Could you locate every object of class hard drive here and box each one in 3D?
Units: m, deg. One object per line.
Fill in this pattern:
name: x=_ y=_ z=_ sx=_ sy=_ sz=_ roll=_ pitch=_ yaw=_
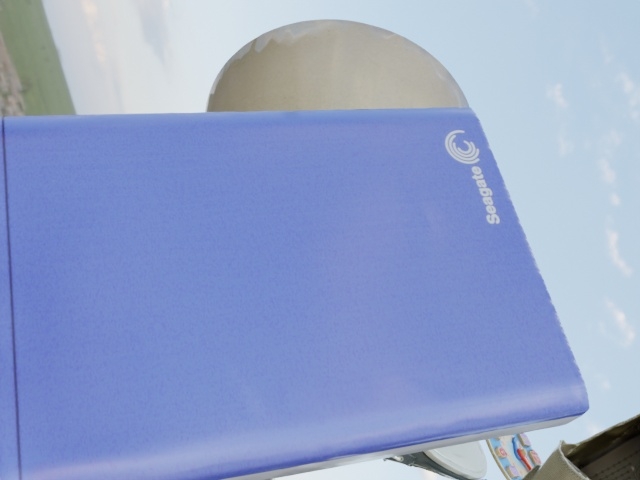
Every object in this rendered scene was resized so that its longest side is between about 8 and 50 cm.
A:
hard drive: x=-0.030 y=0.020 z=0.423 sx=0.040 sy=0.318 sz=0.210 roll=117 pitch=-36 yaw=-56

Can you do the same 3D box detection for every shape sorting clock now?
shape sorting clock: x=0.381 y=0.417 z=1.495 sx=0.206 sy=0.040 sz=0.206 roll=46 pitch=21 yaw=-23

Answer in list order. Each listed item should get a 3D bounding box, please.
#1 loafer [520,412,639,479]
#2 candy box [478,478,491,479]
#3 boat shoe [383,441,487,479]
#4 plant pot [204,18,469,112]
loafer: x=0.213 y=0.223 z=0.651 sx=0.092 sy=0.268 sz=0.102 roll=61 pitch=-7 yaw=-31
candy box: x=0.233 y=0.502 z=1.161 sx=0.071 sy=0.159 sz=0.234 roll=-18 pitch=-95 yaw=60
boat shoe: x=0.112 y=0.284 z=1.186 sx=0.099 sy=0.319 sz=0.116 roll=-49 pitch=-166 yaw=34
plant pot: x=0.000 y=0.000 z=0.634 sx=0.274 sy=0.256 sz=0.257 roll=-80 pitch=171 yaw=-45
